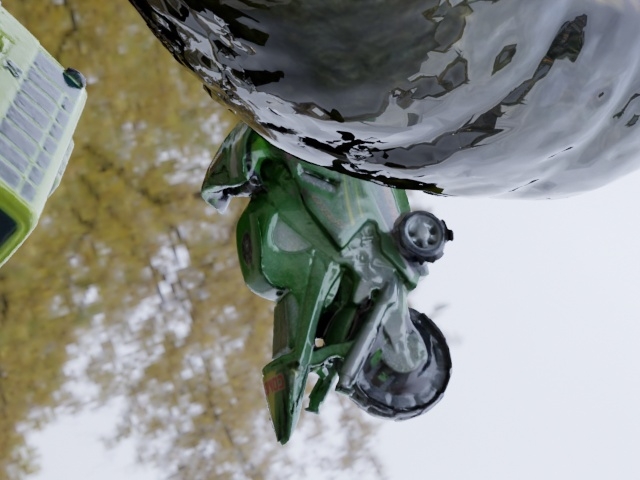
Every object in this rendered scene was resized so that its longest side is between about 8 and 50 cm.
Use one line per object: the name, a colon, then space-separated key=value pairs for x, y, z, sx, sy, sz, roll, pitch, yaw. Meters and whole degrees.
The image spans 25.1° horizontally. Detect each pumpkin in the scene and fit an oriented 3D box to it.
pumpkin: x=0.074 y=-0.160 z=0.478 sx=0.192 sy=0.320 sz=0.320 roll=43 pitch=-47 yaw=46

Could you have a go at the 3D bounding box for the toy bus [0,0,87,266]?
toy bus: x=-0.261 y=-0.070 z=1.041 sx=0.128 sy=0.262 sz=0.150 roll=-42 pitch=-71 yaw=18

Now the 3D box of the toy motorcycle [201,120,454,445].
toy motorcycle: x=0.000 y=0.000 z=0.704 sx=0.074 sy=0.106 sz=0.190 roll=135 pitch=-56 yaw=-63
